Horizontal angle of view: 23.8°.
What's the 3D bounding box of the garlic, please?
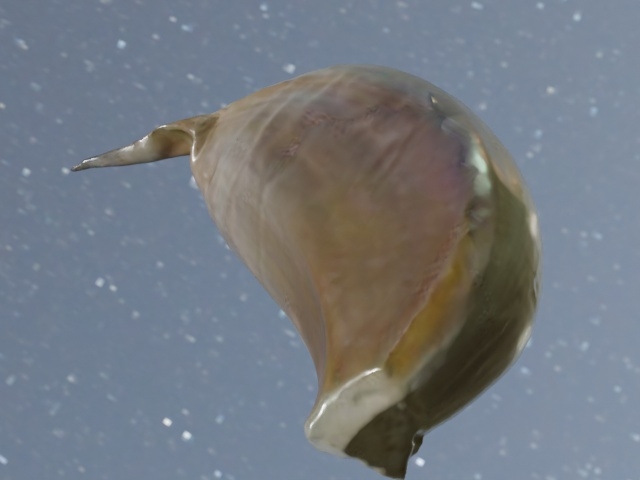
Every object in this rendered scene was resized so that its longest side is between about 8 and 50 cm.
[{"bbox_3d":[0.002,-0.010,0.581,0.129,0.198,0.090,-34,-35,-14],"label":"garlic"}]
